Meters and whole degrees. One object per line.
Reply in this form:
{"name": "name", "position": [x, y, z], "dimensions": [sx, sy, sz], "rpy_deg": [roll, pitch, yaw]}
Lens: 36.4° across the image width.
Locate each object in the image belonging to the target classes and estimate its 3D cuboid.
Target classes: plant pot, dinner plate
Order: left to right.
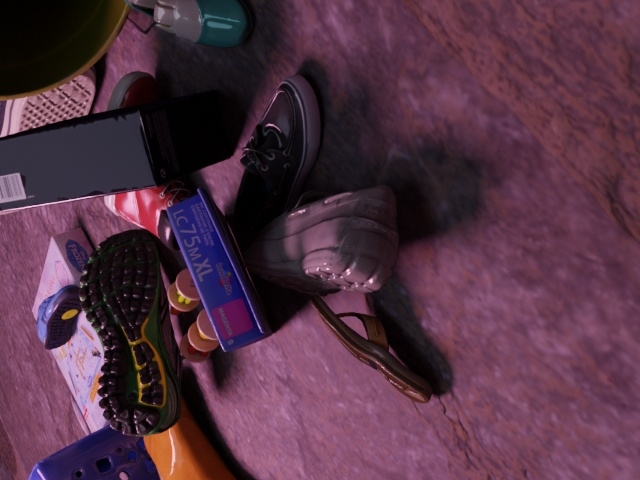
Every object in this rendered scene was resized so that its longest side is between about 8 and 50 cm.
{"name": "plant pot", "position": [-0.495, -0.447, 1.404], "dimensions": [0.353, 0.367, 0.366], "rpy_deg": [53, 145, 43]}
{"name": "dinner plate", "position": [-0.476, 0.377, 2.033], "dimensions": [0.141, 0.017, 0.141], "rpy_deg": [61, 178, 3]}
{"name": "plant pot", "position": [-0.405, 0.491, 1.849], "dimensions": [0.212, 0.236, 0.236], "rpy_deg": [54, 145, 13]}

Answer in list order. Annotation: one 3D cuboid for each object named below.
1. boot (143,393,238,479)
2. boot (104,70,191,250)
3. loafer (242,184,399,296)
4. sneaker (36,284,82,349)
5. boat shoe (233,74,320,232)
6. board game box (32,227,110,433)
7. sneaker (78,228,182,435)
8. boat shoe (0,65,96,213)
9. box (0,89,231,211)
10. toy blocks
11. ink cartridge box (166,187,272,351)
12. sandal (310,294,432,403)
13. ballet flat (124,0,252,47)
{"name": "boot", "position": [-0.232, 0.332, 1.619], "dimensions": [0.295, 0.104, 0.211], "rpy_deg": [5, 111, 59]}
{"name": "boot", "position": [-0.229, -0.111, 1.410], "dimensions": [0.176, 0.088, 0.244], "rpy_deg": [32, 129, 30]}
{"name": "loafer", "position": [0.000, 0.000, 1.121], "dimensions": [0.319, 0.112, 0.111], "rpy_deg": [-6, 62, 63]}
{"name": "sneaker", "position": [-0.489, 0.124, 1.793], "dimensions": [0.082, 0.069, 0.209], "rpy_deg": [62, 146, 19]}
{"name": "boat shoe", "position": [-0.063, -0.095, 1.168], "dimensions": [0.080, 0.076, 0.228], "rpy_deg": [51, 143, 26]}
{"name": "board game box", "position": [-0.453, 0.189, 1.898], "dimensions": [0.318, 0.066, 0.318], "rpy_deg": [59, 145, 17]}
{"name": "sneaker", "position": [-0.298, 0.147, 1.566], "dimensions": [0.146, 0.134, 0.343], "rpy_deg": [53, -151, -70]}
{"name": "boat shoe", "position": [-0.523, -0.199, 1.700], "dimensions": [0.500, 0.187, 0.156], "rpy_deg": [-48, 61, 49]}
{"name": "box", "position": [-0.280, -0.119, 1.283], "dimensions": [0.261, 0.184, 0.103], "rpy_deg": [-7, 100, 26]}
{"name": "toy blocks", "position": [-0.202, 0.125, 1.510], "dimensions": [0.123, 0.054, 0.148], "rpy_deg": [60, 146, 13]}
{"name": "ink cartridge box", "position": [-0.122, 0.044, 1.218], "dimensions": [0.311, 0.065, 0.185], "rpy_deg": [119, 128, -83]}
{"name": "sandal", "position": [0.063, 0.118, 1.122], "dimensions": [0.180, 0.049, 0.072], "rpy_deg": [36, 167, 19]}
{"name": "ballet flat", "position": [-0.187, -0.297, 1.231], "dimensions": [0.247, 0.087, 0.083], "rpy_deg": [36, 134, 40]}
